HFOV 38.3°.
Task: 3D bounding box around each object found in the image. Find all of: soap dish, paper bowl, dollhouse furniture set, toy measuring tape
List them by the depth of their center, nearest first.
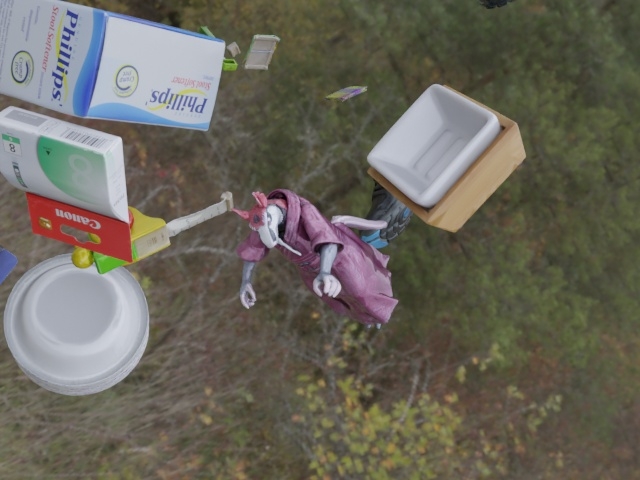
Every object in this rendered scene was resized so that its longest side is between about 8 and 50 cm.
[{"bbox_3d":[0.227,-0.153,1.696,0.118,0.229,0.291,39,5,-29],"label":"soap dish"},{"bbox_3d":[-0.161,-0.373,1.768,0.151,0.076,0.058,-7,44,-39],"label":"dollhouse furniture set"},{"bbox_3d":[-0.333,-0.037,1.780,0.330,0.121,0.121,-28,90,-23],"label":"toy measuring tape"},{"bbox_3d":[-0.491,0.160,1.860,0.148,0.284,0.284,111,-34,-65],"label":"paper bowl"}]

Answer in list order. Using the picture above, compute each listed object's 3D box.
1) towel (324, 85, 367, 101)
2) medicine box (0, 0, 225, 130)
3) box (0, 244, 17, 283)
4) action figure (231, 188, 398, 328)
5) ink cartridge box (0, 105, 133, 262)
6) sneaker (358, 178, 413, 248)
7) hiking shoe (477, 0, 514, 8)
[{"bbox_3d":[0.055,-0.320,2.007,0.083,0.060,0.009,-32,119,-38],"label":"towel"},{"bbox_3d":[-0.340,-0.271,1.380,0.263,0.289,0.149,-4,110,-58],"label":"medicine box"},{"bbox_3d":[-0.590,0.021,1.407,0.225,0.136,0.036,40,-8,-30],"label":"box"},{"bbox_3d":[0.000,0.000,1.541,0.370,0.248,0.276,42,59,-45],"label":"action figure"},{"bbox_3d":[-0.360,-0.064,1.298,0.056,0.181,0.225,-56,157,-50],"label":"ink cartridge box"},{"bbox_3d":[0.166,-0.118,2.130,0.139,0.125,0.341,29,56,15],"label":"sneaker"},{"bbox_3d":[0.241,-0.468,1.326,0.132,0.113,0.304,37,48,-42],"label":"hiking shoe"}]
